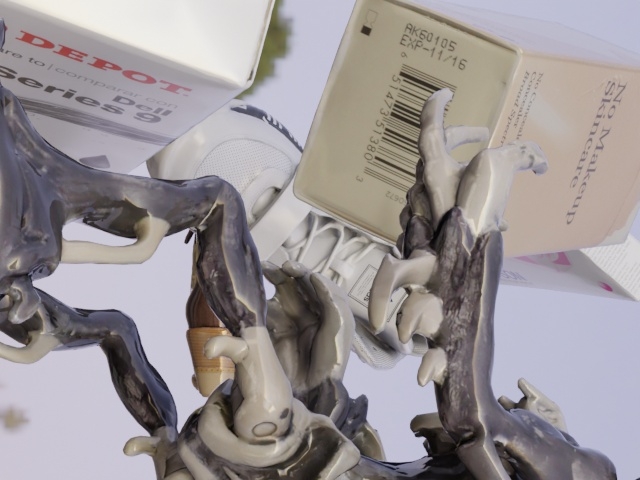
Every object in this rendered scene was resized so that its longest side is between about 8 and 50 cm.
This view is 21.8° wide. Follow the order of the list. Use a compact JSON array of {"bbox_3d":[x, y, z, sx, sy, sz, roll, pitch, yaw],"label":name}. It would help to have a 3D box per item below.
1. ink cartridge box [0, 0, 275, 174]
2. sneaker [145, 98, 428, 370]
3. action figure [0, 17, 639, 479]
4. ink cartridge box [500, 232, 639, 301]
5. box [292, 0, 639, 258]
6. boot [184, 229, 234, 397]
[{"bbox_3d":[-0.159,-0.127,0.811,0.289,0.211,0.121,157,-52,-67],"label":"ink cartridge box"},{"bbox_3d":[0.000,0.000,1.601,0.137,0.366,0.210,-52,-136,-3],"label":"sneaker"},{"bbox_3d":[0.005,0.036,0.475,0.164,0.276,0.141,-42,-154,44],"label":"action figure"},{"bbox_3d":[0.204,-0.051,2.022,0.071,0.330,0.324,-56,-159,-12],"label":"ink cartridge box"},{"bbox_3d":[0.126,-0.076,1.129,0.121,0.311,0.148,26,-74,27],"label":"box"},{"bbox_3d":[-0.100,0.063,1.811,0.248,0.090,0.207,63,27,-87],"label":"boot"}]
